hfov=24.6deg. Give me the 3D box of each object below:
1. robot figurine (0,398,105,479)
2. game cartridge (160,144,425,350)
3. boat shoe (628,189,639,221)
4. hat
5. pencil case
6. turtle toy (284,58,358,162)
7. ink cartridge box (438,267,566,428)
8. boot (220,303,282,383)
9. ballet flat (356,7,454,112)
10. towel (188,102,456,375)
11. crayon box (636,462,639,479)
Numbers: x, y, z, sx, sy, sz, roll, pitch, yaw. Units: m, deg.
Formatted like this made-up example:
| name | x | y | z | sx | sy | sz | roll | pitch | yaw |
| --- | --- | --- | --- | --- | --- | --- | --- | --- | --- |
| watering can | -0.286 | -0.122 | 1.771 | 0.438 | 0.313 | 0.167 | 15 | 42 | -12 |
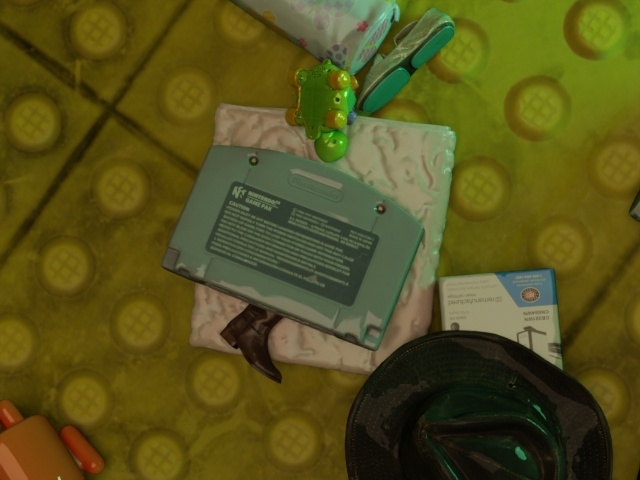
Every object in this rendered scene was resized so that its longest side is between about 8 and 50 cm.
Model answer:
| name | x | y | z | sx | sy | sz | roll | pitch | yaw |
| --- | --- | --- | --- | --- | --- | --- | --- | --- | --- |
| robot figurine | -0.375 | 0.313 | 1.910 | 0.128 | 0.158 | 0.219 | -36 | 84 | 34 |
| game cartridge | -0.030 | -0.003 | 1.840 | 0.294 | 0.060 | 0.196 | 21 | 84 | 8 |
| boat shoe | 0.487 | -0.120 | 1.829 | 0.084 | 0.095 | 0.258 | 33 | 104 | 3 |
| hat | 0.185 | 0.261 | 1.733 | 0.331 | 0.134 | 0.331 | -1 | 84 | 6 |
| pencil case | -0.034 | -0.324 | 1.883 | 0.273 | 0.113 | 0.124 | 36 | 81 | 7 |
| turtle toy | 0.009 | -0.163 | 1.847 | 0.095 | 0.066 | 0.130 | 9 | 98 | 42 |
| ink cartridge box | 0.231 | 0.141 | 1.853 | 0.148 | 0.086 | 0.203 | -6 | 88 | 7 |
| boot | -0.056 | 0.109 | 1.864 | 0.106 | 0.037 | 0.114 | 42 | 89 | 9 |
| ballet flat | 0.102 | -0.234 | 1.900 | 0.168 | 0.057 | 0.052 | -42 | 61 | 0 |
| towel | 0.000 | 0.000 | 1.903 | 0.316 | 0.053 | 0.332 | 8 | 90 | 9 |
| crayon box | 0.529 | 0.399 | 1.798 | 0.318 | 0.081 | 0.202 | 16 | 82 | 7 |
